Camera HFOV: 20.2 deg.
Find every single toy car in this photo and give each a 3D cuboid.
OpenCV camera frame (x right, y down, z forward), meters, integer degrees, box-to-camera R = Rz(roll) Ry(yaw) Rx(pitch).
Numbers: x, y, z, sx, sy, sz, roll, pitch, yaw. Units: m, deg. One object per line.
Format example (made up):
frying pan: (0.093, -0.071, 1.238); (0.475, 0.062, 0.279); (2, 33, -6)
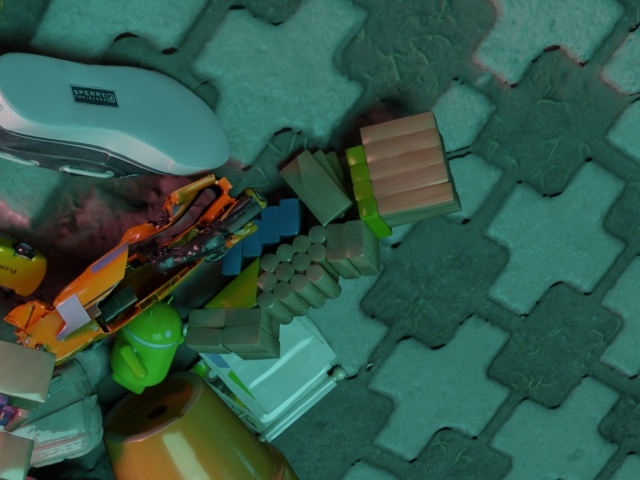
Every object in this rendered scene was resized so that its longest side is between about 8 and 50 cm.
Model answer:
toy car: (-0.416, 0.007, 1.780); (0.225, 0.053, 0.239); (-34, 129, -5)

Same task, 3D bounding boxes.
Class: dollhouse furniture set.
dollhouse furniture set: (-0.396, 0.248, 1.696); (0.198, 0.286, 0.303); (14, 74, -13)

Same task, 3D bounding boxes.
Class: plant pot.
plant pot: (-0.148, 0.258, 2.008); (0.205, 0.205, 0.188); (-31, 114, -8)

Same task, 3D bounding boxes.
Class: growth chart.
growth chart: (-0.069, 0.136, 2.071); (0.172, 0.021, 0.237); (-33, 130, -5)

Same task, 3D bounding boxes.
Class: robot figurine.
robot figurine: (-0.184, 0.026, 1.840); (0.291, 0.211, 0.085); (-36, 95, -8)
robot figurine: (-0.190, 0.112, 1.954); (0.101, 0.067, 0.115); (-41, 159, -55)

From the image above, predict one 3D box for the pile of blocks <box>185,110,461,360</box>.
pile of blocks: (0.000, 0.000, 1.971); (0.362, 0.149, 0.112); (-37, 159, 2)

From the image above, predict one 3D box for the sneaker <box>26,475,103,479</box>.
sneaker: (-0.292, 0.292, 1.968); (0.125, 0.104, 0.262); (-37, 167, -17)

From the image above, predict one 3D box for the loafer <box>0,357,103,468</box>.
loafer: (-0.393, 0.207, 1.901); (0.319, 0.112, 0.111); (-14, 89, -15)

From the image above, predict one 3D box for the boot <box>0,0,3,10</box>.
boot: (-0.343, -0.324, 1.545); (0.115, 0.112, 0.305); (-11, 105, -26)

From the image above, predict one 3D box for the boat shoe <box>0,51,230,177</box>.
boat shoe: (-0.227, -0.108, 1.783); (0.301, 0.108, 0.102); (6, 150, -45)
